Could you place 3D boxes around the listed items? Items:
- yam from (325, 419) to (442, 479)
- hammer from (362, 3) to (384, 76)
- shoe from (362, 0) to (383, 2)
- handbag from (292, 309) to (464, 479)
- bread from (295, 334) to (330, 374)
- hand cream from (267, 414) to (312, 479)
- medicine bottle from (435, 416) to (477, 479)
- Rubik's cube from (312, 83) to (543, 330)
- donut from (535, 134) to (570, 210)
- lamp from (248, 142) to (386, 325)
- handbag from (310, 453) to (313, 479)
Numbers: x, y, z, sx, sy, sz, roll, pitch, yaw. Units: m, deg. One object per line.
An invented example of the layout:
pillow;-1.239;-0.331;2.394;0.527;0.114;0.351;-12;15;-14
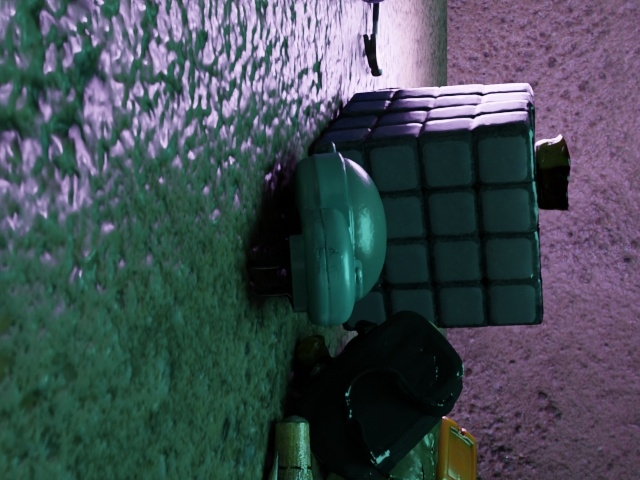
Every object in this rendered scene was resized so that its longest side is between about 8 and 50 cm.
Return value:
yam;0.118;0.315;1.276;0.195;0.195;0.300;74;23;-44
hammer;0.117;-0.480;1.570;0.103;0.029;0.246;54;37;-65
shoe;0.097;-0.560;1.389;0.245;0.095;0.138;39;49;-75
handbag;0.083;0.221;1.060;0.254;0.181;0.181;-40;157;-8
bread;-0.010;0.171;1.092;0.049;0.033;0.088;-46;146;-17
hand cream;-0.034;0.326;0.939;0.084;0.084;0.203;48;40;-67
medicine bottle;0.176;0.435;1.383;0.112;0.222;0.149;39;41;-24
Rubik's cube;0.200;-0.068;1.284;0.337;0.344;0.344;-61;145;-62
donut;0.419;-0.120;1.339;0.140;0.059;0.141;-2;90;-79
lamp;0.012;0.000;0.966;0.284;0.147;0.209;-59;149;-60
handbag;-0.035;0.334;1.021;0.083;0.027;0.061;-16;105;-72
